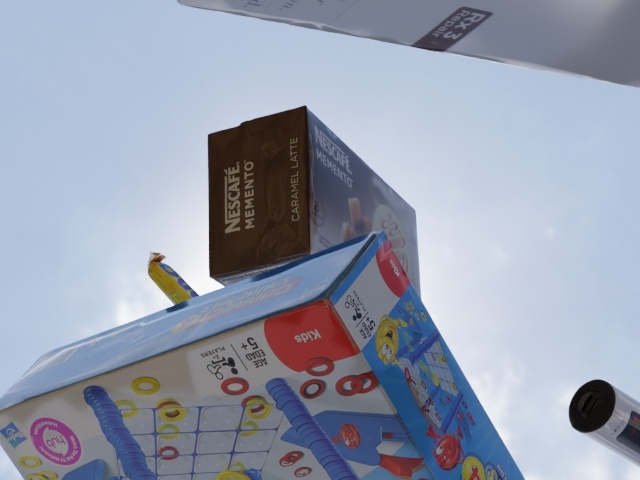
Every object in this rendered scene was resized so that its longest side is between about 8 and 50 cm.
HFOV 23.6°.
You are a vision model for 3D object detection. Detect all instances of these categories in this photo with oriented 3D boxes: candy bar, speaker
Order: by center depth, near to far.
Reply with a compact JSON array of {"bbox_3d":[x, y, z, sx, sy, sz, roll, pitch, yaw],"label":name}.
[{"bbox_3d":[-0.077,0.070,1.155,0.018,0.161,0.040,-42,-177,3],"label":"candy bar"},{"bbox_3d":[0.294,0.180,1.452,0.055,0.136,0.055,-29,-135,34],"label":"speaker"}]

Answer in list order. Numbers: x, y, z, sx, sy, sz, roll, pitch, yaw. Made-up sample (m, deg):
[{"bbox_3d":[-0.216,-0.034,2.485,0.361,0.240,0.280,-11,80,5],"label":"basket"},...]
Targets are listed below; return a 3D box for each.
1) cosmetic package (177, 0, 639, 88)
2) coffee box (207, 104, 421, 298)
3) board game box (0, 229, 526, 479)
[{"bbox_3d":[0.067,-0.122,0.505,0.117,0.231,0.085,-38,-124,45],"label":"cosmetic package"},{"bbox_3d":[0.000,0.000,1.369,0.098,0.246,0.141,-13,-116,22],"label":"coffee box"},{"bbox_3d":[-0.023,0.180,1.019,0.308,0.302,0.086,-21,-163,34],"label":"board game box"}]
